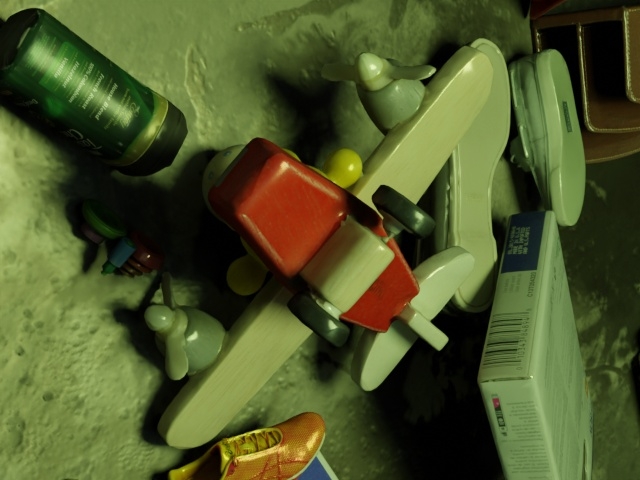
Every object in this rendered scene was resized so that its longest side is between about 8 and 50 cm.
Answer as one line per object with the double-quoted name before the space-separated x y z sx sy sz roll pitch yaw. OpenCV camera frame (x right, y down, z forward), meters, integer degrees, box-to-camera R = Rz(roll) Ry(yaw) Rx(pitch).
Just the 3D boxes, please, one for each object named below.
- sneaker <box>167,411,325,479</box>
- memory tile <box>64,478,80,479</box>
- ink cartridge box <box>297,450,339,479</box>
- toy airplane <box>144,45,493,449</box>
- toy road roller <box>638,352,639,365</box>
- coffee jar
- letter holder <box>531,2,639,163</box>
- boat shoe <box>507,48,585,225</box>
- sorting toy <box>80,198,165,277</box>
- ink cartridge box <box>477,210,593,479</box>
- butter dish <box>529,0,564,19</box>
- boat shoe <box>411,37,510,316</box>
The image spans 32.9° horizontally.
"sneaker" -0.072 0.225 1.106 0.175 0.064 0.067 -29 136 -15
"memory tile" -0.197 0.300 1.038 0.148 0.012 0.113 22 66 -17
"ink cartridge box" -0.051 0.418 1.167 0.303 0.072 0.307 -45 119 -29
"toy airplane" 0.000 0.000 1.095 0.386 0.272 0.384 -31 150 -41
"toy road roller" 0.636 0.181 1.645 0.329 0.240 0.203 -13 103 1
"coffee jar" -0.214 -0.130 0.994 0.184 0.096 0.079 34 74 -33
"letter holder" 0.452 -0.218 1.481 0.301 0.152 0.215 -15 103 -37
"boat shoe" 0.286 -0.129 1.400 0.079 0.081 0.228 -7 90 -52
"sorting toy" -0.199 0.007 1.047 0.102 0.061 0.042 37 104 -26
"ink cartridge box" 0.267 0.186 1.297 0.324 0.071 0.330 -67 146 -54
"butter dish" 0.270 -0.379 1.353 0.118 0.160 0.160 15 82 -14
"boat shoe" 0.157 -0.076 1.305 0.112 0.095 0.335 12 79 -41
